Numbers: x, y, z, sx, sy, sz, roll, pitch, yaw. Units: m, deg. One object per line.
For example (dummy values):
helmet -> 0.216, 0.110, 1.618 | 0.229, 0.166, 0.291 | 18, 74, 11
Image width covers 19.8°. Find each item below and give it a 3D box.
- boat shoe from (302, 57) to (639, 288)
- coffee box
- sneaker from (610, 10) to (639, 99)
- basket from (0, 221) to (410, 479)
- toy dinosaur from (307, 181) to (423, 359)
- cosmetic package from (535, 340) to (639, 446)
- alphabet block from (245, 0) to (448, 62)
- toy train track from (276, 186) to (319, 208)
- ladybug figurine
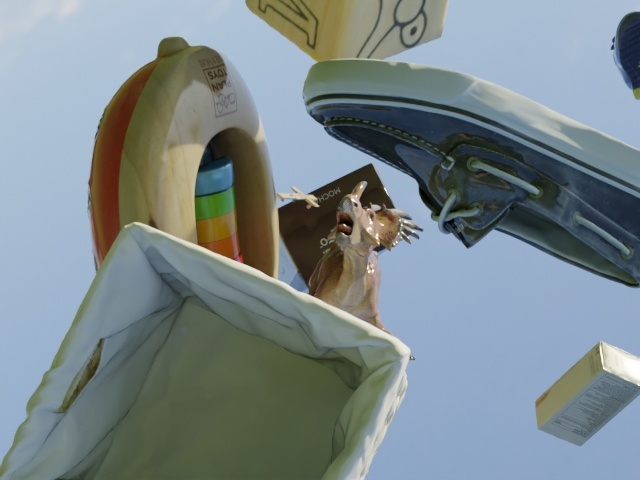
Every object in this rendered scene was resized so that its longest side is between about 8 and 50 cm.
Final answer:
boat shoe -> 0.139, -0.051, 1.486 | 0.121, 0.335, 0.119 | 135, -28, -75
coffee box -> 0.000, 0.000, 2.618 | 0.168, 0.119, 0.297 | -26, 177, -13
sneaker -> 0.362, -0.223, 2.125 | 0.053, 0.144, 0.059 | -24, -124, -1
basket -> -0.112, 0.203, 1.915 | 0.328, 0.331, 0.266 | -64, 172, -8
toy dinosaur -> 0.037, 0.038, 2.204 | 0.295, 0.127, 0.200 | 171, -75, -74
cosmetic package -> 0.279, 0.160, 1.895 | 0.115, 0.060, 0.041 | -47, -151, 37
alphabet block -> 0.042, -0.350, 2.253 | 0.192, 0.197, 0.193 | -22, -131, -34
toy train track -> -0.033, -0.053, 2.414 | 0.083, 0.048, 0.014 | 2, 122, -57
ladybug figurine -> -0.173, -0.025, 2.229 | 0.161, 0.449, 0.305 | 2, -167, 26
